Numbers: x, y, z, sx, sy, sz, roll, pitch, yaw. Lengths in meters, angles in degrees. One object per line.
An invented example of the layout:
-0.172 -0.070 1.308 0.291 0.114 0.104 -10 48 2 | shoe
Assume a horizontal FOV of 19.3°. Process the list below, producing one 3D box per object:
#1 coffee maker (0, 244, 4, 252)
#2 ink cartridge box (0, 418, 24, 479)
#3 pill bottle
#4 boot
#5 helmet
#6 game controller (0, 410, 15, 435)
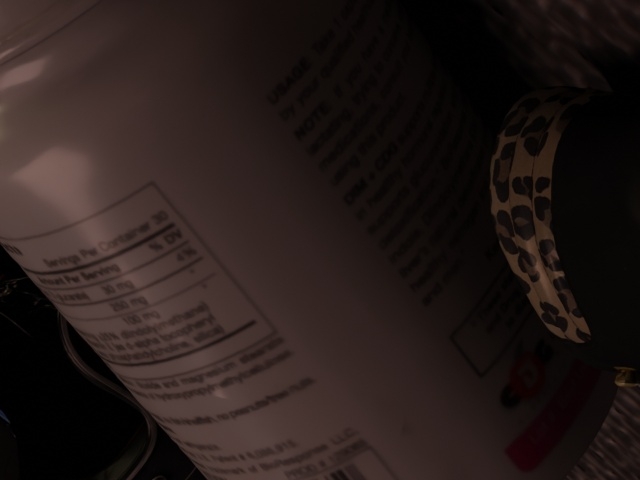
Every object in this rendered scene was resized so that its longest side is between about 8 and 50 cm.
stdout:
-0.230 -0.057 1.142 0.178 0.120 0.171 38 144 13 | coffee maker
-0.221 0.078 1.090 0.189 0.066 0.232 55 -170 -14 | ink cartridge box
-0.029 -0.026 0.660 0.283 0.160 0.160 52 161 -24 | pill bottle
0.155 0.044 0.547 0.236 0.085 0.178 56 162 -16 | boot
-0.102 0.068 1.017 0.169 0.169 0.161 8 131 62 | helmet
-0.258 0.172 1.779 0.166 0.067 0.319 47 163 -11 | game controller
